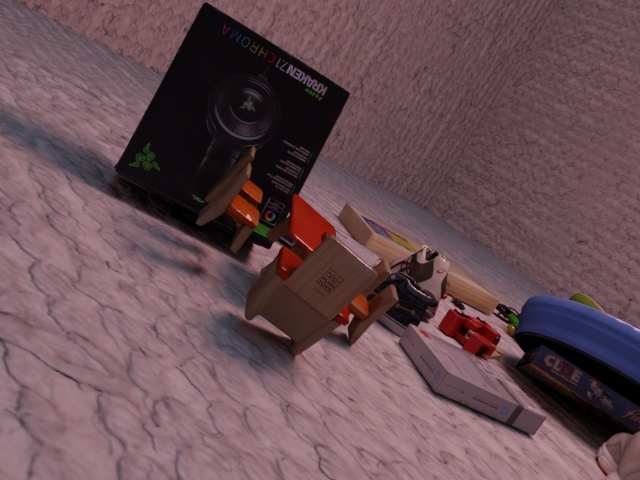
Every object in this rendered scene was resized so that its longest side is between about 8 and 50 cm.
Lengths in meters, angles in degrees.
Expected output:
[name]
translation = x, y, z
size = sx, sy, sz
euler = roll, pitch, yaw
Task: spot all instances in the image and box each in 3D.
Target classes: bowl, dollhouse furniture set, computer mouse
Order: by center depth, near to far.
[dollhouse furniture set]
translation = -0.009, 0.012, 0.791
size = 0.262, 0.135, 0.259
euler = 40, 18, -17
[bowl]
translation = 0.539, 0.246, 1.193
size = 0.391, 0.077, 0.391
euler = 35, -10, 7
[computer mouse]
translation = 0.572, 0.247, 1.641
size = 0.188, 0.072, 0.272
euler = 25, 0, -18

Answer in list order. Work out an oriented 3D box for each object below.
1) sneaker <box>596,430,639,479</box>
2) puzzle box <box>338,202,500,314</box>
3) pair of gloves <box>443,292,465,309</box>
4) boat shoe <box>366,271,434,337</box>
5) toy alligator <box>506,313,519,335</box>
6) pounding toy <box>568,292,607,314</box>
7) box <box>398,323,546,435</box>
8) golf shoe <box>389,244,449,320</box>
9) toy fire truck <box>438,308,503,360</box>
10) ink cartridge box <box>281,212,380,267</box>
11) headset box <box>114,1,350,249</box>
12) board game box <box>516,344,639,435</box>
[sneaker]
translation = 0.470, 0.311, 0.912
size = 0.099, 0.121, 0.262
euler = 35, 12, 17
[puzzle box]
translation = 0.252, 0.044, 1.699
size = 0.408, 0.052, 0.272
euler = 27, 12, -19
[pair of gloves]
translation = 0.311, 0.139, 1.545
size = 0.083, 0.010, 0.074
euler = 33, 9, -5
[boat shoe]
translation = 0.093, 0.075, 1.047
size = 0.183, 0.083, 0.065
euler = 34, 11, 15
[toy alligator]
translation = 0.500, 0.236, 1.527
size = 0.190, 0.056, 0.051
euler = -127, -164, -63
[pounding toy]
translation = 0.582, 0.230, 1.401
size = 0.183, 0.110, 0.237
euler = 61, -1, -22
[box]
translation = 0.220, 0.202, 0.944
size = 0.186, 0.038, 0.145
euler = 28, 11, -22
[golf shoe]
translation = 0.209, 0.068, 1.308
size = 0.105, 0.120, 0.273
euler = 28, 10, -8
[toy fire truck]
translation = 0.293, 0.185, 1.192
size = 0.192, 0.047, 0.135
euler = 22, 15, -44
[ink cartridge box]
translation = 0.000, 0.000, 1.229
size = 0.223, 0.045, 0.224
euler = 34, 10, 11
[headset box]
translation = -0.137, -0.151, 0.953
size = 0.246, 0.283, 0.131
euler = 29, -4, -16
[board game box]
translation = 0.486, 0.281, 1.169
size = 0.243, 0.042, 0.165
euler = 34, -7, 13
